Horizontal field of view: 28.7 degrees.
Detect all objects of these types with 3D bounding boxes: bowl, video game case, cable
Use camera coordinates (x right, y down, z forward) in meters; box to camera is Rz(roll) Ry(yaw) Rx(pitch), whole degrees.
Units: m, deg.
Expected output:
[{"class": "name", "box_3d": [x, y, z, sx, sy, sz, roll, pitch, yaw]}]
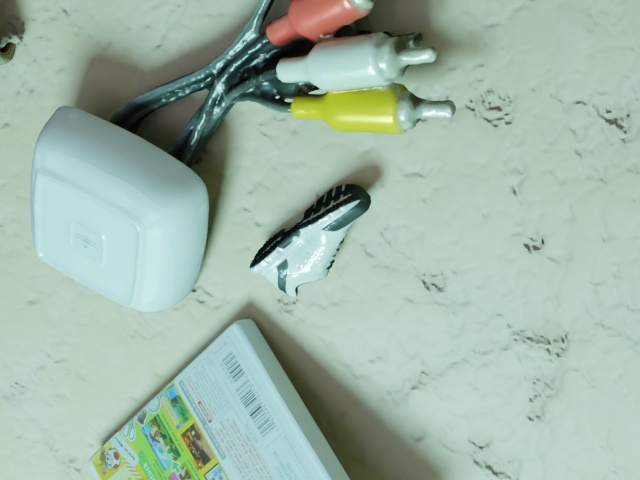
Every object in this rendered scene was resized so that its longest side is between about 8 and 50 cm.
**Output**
[{"class": "bowl", "box_3d": [-0.156, -0.013, 0.916, 0.142, 0.053, 0.142, 27, 137, 12]}, {"class": "video game case", "box_3d": [-0.064, 0.209, 0.953, 0.206, 0.026, 0.227, -43, 69, 29]}, {"class": "cable", "box_3d": [-0.052, -0.114, 0.847, 0.287, 0.072, 0.139, -14, 106, 27]}]

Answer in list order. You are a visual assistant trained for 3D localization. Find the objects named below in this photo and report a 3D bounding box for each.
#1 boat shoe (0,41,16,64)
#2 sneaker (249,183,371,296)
[{"class": "boat shoe", "box_3d": [-0.278, -0.142, 0.928, 0.095, 0.095, 0.257, 16, 113, 11]}, {"class": "sneaker", "box_3d": [0.000, 0.000, 0.890, 0.044, 0.040, 0.109, 44, 124, -14]}]
